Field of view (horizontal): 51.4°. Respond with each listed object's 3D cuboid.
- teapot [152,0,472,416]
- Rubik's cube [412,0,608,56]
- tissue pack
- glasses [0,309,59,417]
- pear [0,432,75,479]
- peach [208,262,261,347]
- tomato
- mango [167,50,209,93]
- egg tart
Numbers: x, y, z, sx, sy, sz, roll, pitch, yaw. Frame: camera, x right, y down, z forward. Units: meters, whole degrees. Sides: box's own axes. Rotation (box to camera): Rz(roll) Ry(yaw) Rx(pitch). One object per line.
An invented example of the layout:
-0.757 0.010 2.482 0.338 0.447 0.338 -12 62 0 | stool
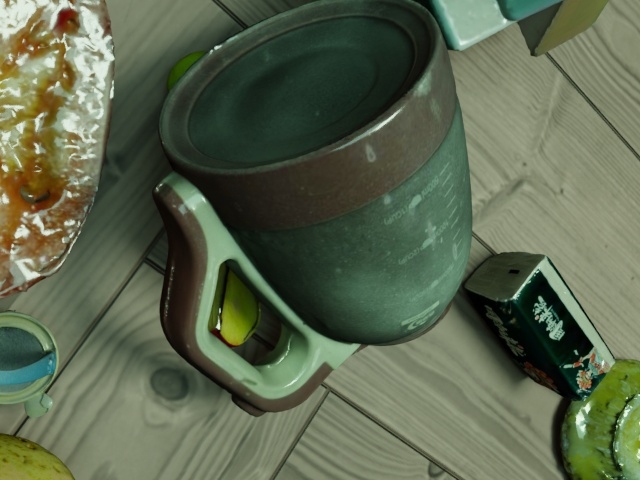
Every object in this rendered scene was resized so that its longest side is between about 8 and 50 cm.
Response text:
0.000 0.000 0.595 0.315 0.233 0.312 -41 132 -17 | teapot
0.186 -0.355 0.587 0.368 0.387 0.358 -32 102 -18 | Rubik's cube
0.258 0.098 0.789 0.090 0.103 0.170 -42 107 -13 | tissue pack
-0.301 0.071 0.481 0.190 0.220 0.088 3 68 -11 | glasses
-0.270 0.239 0.520 0.178 0.178 0.177 -1 93 -25 | pear
-0.097 0.058 0.652 0.077 0.050 0.083 -41 123 -46 | peach
-0.323 -0.116 0.478 0.338 0.144 0.338 -11 108 -39 | tomato
-0.094 -0.143 0.644 0.108 0.056 0.073 -1 99 -29 | mango
0.402 0.251 0.877 0.197 0.078 0.197 0 90 -24 | egg tart
